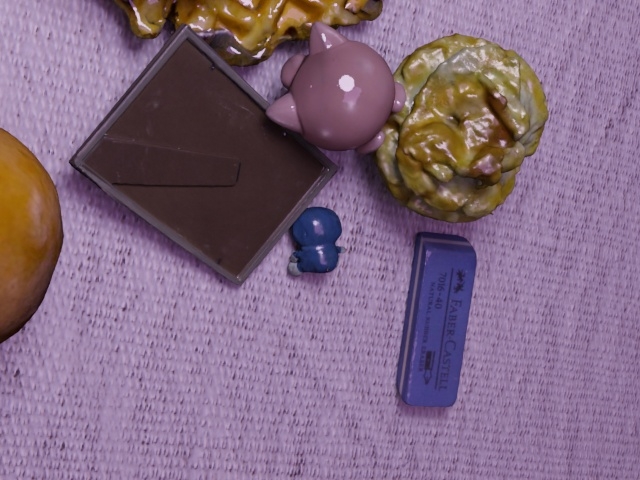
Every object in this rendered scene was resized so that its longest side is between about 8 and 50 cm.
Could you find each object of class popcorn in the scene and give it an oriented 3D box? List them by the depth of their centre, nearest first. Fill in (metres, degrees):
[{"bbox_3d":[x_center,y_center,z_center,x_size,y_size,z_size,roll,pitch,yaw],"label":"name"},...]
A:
[{"bbox_3d":[0.161,-0.133,1.083,0.204,0.184,0.221,15,87,13],"label":"popcorn"}]

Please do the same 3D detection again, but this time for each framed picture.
[{"bbox_3d":[-0.117,-0.082,0.995,0.260,0.023,0.189,39,89,-35],"label":"framed picture"}]

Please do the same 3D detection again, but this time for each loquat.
[{"bbox_3d":[-0.352,-0.005,0.838,0.238,0.193,0.238,14,68,-39],"label":"loquat"}]

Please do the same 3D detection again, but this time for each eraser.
[{"bbox_3d":[0.151,0.103,1.186,0.082,0.036,0.225,8,92,-25],"label":"eraser"}]

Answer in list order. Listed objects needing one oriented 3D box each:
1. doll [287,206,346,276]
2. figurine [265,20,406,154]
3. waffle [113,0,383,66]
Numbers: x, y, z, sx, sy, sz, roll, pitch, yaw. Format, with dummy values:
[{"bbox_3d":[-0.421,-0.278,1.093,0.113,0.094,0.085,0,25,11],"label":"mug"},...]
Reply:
[{"bbox_3d":[0.000,0.000,1.094,0.076,0.050,0.083,-8,97,-30],"label":"doll"},{"bbox_3d":[0.020,-0.161,1.004,0.138,0.125,0.125,24,84,-24],"label":"figurine"},{"bbox_3d":[-0.079,-0.388,0.985,0.382,0.095,0.379,-17,108,-21],"label":"waffle"}]
